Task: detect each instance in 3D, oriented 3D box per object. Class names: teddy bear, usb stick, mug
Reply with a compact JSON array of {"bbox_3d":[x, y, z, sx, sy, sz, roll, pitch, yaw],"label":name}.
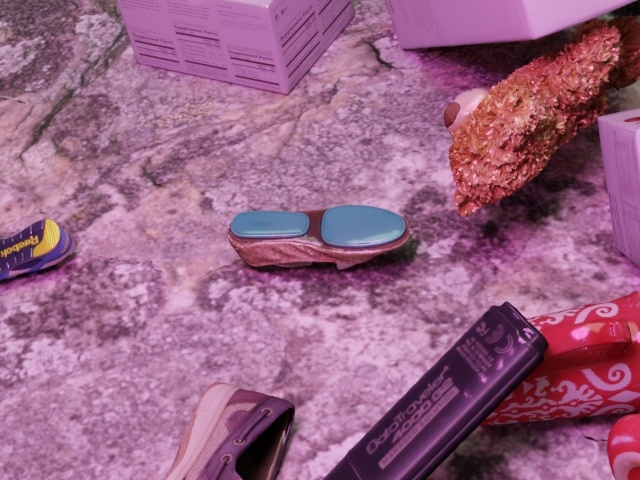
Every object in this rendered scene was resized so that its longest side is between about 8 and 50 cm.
[{"bbox_3d":[0.242,-0.158,1.280,0.338,0.113,0.245,-37,4,-24],"label":"teddy bear"},{"bbox_3d":[0.087,0.171,1.011,0.278,0.045,0.077,-47,38,8],"label":"usb stick"},{"bbox_3d":[0.221,0.104,1.067,0.169,0.150,0.113,-10,41,9],"label":"mug"}]

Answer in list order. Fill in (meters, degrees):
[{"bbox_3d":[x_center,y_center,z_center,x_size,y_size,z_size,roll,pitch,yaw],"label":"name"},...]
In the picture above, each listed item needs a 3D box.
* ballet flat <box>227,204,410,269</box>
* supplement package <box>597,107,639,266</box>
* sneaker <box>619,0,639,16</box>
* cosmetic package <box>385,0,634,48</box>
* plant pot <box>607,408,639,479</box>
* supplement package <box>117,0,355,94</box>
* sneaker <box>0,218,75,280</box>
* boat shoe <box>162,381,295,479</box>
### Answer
[{"bbox_3d":[0.000,0.000,1.280,0.206,0.067,0.073,3,50,12],"label":"ballet flat"},{"bbox_3d":[0.395,-0.062,1.127,0.194,0.149,0.203,-10,9,4],"label":"supplement package"},{"bbox_3d":[0.466,-0.396,1.571,0.234,0.078,0.106,-34,49,-18],"label":"sneaker"},{"bbox_3d":[0.237,-0.343,1.364,0.230,0.161,0.453,-22,12,-9],"label":"cosmetic package"},{"bbox_3d":[0.349,0.167,0.936,0.174,0.191,0.191,-41,50,-20],"label":"plant pot"},{"bbox_3d":[-0.118,-0.342,1.607,0.262,0.145,0.204,16,50,26],"label":"supplement package"},{"bbox_3d":[-0.357,0.020,1.362,0.144,0.059,0.053,-16,73,20],"label":"sneaker"},{"bbox_3d":[-0.089,0.243,1.027,0.092,0.103,0.285,-3,38,17],"label":"boat shoe"}]
